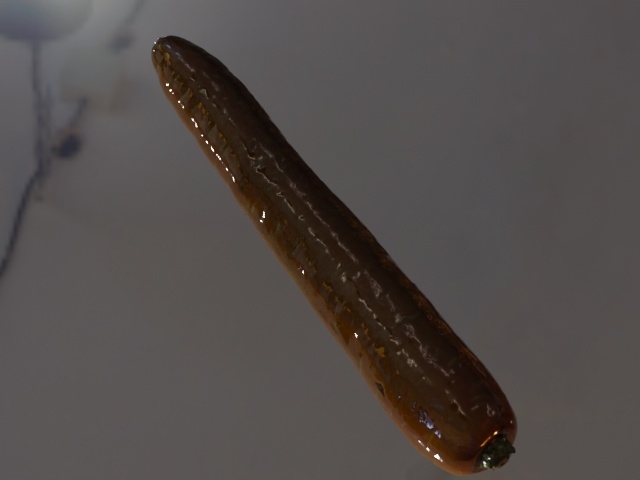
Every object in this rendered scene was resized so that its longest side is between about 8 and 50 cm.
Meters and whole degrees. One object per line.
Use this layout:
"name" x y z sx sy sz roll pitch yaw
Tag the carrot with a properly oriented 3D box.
"carrot" 0.000 0.000 0.813 0.043 0.043 0.248 -24 -120 -26
